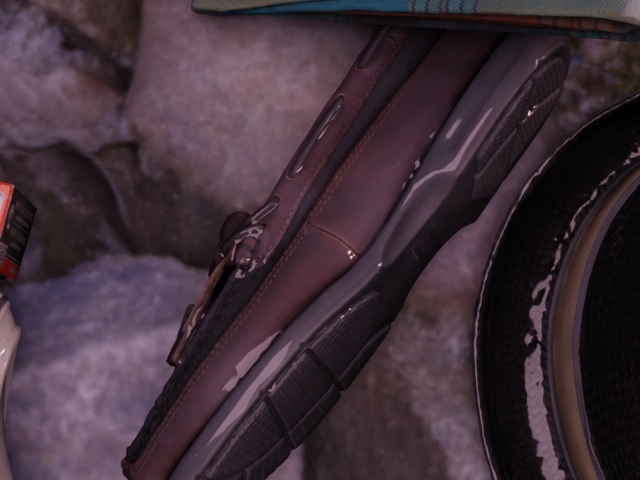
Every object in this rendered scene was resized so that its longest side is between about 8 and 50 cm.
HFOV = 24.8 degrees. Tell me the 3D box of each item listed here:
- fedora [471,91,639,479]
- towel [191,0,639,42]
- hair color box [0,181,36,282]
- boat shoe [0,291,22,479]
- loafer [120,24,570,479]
[{"bbox_3d":[0.231,0.070,0.668,0.334,0.152,0.334,0,83,-2],"label":"fedora"},{"bbox_3d":[0.092,-0.270,0.684,0.271,0.040,0.370,10,79,40],"label":"towel"},{"bbox_3d":[-0.215,-0.019,0.701,0.141,0.072,0.043,14,82,0],"label":"hair color box"},{"bbox_3d":[-0.164,0.155,0.672,0.088,0.096,0.267,12,84,-5],"label":"boat shoe"},{"bbox_3d":[0.000,0.000,0.703,0.095,0.109,0.302,35,76,20],"label":"loafer"}]
